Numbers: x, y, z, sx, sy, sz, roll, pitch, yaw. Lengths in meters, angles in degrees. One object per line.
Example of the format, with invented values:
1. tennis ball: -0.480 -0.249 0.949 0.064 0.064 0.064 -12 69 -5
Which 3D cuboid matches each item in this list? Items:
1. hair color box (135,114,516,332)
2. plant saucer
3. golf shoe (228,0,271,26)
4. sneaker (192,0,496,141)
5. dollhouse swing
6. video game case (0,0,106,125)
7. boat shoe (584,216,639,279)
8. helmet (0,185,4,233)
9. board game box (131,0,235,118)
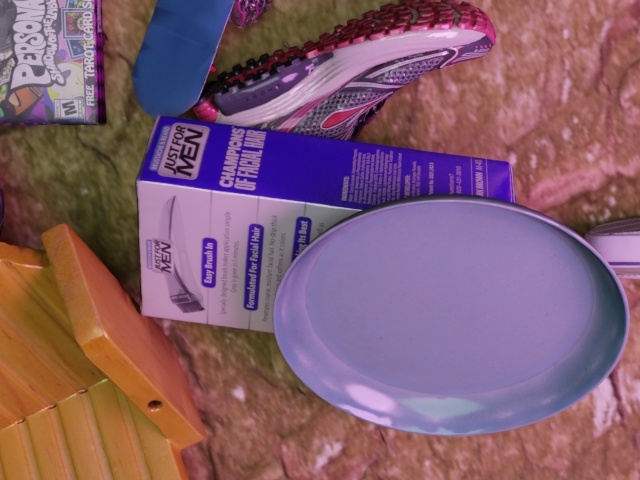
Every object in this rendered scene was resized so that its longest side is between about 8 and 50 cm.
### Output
1. hair color box: 0.000 0.000 1.009 0.339 0.110 0.185 7 135 -1
2. plant saucer: 0.116 0.069 0.958 0.318 0.043 0.317 4 134 4
3. golf shoe: -0.082 -0.307 1.039 0.086 0.067 0.186 13 105 32
4. sneaker: 0.029 -0.152 1.031 0.299 0.121 0.112 -19 112 14
5. dollhouse swing: -0.299 0.240 0.969 0.347 0.305 0.315 -25 137 5
6. video game case: -0.325 -0.231 1.056 0.210 0.042 0.232 1 98 2
7. boat shoe: 0.414 0.025 1.047 0.302 0.109 0.094 -1 99 -2
8. helmet: -0.389 -0.031 1.018 0.162 0.169 0.169 -18 97 24
9. board game box: -0.125 -0.197 1.036 0.033 0.133 0.168 13 101 -42
